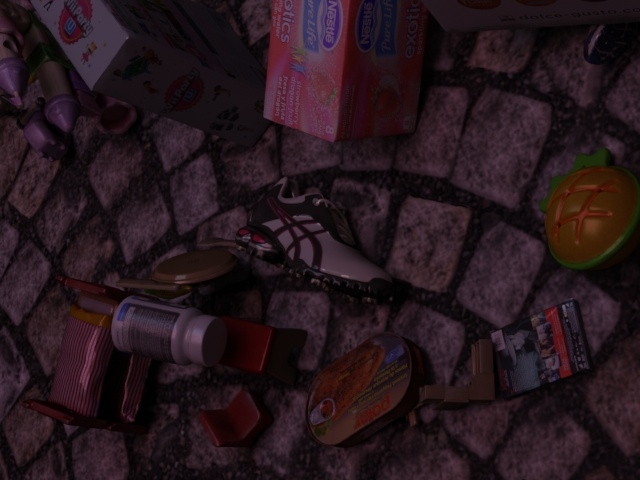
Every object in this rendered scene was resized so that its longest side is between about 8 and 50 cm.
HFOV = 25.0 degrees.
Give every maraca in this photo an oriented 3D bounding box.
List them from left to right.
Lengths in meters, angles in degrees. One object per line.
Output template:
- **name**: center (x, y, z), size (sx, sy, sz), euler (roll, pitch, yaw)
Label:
- **maraca**: center (0.303, -0.036, 1.621), size (0.127, 0.099, 0.186), euler (-40, 29, 16)

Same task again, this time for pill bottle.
- **pill bottle**: center (-0.196, 0.120, 1.876), size (0.137, 0.078, 0.078), euler (10, 85, 26)

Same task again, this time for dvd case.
- **dvd case**: center (0.254, 0.127, 1.670), size (0.119, 0.013, 0.087), euler (-26, 62, 33)

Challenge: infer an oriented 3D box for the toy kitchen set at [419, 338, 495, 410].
- **toy kitchen set**: center (0.158, 0.160, 1.713), size (0.068, 0.083, 0.075), euler (118, 153, -72)

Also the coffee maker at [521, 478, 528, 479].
- **coffee maker**: center (0.277, 0.366, 1.531), size (0.171, 0.120, 0.178), euler (9, 83, 66)

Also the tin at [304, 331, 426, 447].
- **tin**: center (0.056, 0.189, 1.802), size (0.189, 0.040, 0.106), euler (-36, 47, 33)

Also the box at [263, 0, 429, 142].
- **box**: center (0.037, -0.288, 1.821), size (0.142, 0.154, 0.300), euler (23, 114, 43)

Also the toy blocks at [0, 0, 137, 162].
- **toy blocks**: center (-0.399, -0.229, 2.157), size (0.309, 0.288, 0.260), euler (-43, 48, 20)

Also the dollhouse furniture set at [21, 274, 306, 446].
- **dollhouse furniture set**: center (-0.221, 0.179, 1.979), size (0.374, 0.152, 0.201), euler (9, 85, 42)

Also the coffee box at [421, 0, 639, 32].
- **coffee box**: center (0.251, -0.450, 1.553), size (0.337, 0.334, 0.338), euler (-1, 73, 24)

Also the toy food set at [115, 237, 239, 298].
- **toy food set**: center (-0.173, 0.046, 1.976), size (0.132, 0.192, 0.039), euler (3, 111, 40)

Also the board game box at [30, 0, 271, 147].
- **board game box**: center (-0.221, -0.265, 2.000), size (0.097, 0.303, 0.224), euler (-52, 50, 18)

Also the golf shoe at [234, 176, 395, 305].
- **golf shoe**: center (0.000, 0.000, 1.872), size (0.272, 0.105, 0.120), euler (25, 88, 42)

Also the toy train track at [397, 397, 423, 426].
- **toy train track**: center (0.112, 0.191, 1.779), size (0.048, 0.014, 0.083), euler (-35, 51, 36)

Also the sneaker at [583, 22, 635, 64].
- **sneaker**: center (0.338, -0.268, 1.688), size (0.058, 0.052, 0.135), euler (22, 85, 49)
